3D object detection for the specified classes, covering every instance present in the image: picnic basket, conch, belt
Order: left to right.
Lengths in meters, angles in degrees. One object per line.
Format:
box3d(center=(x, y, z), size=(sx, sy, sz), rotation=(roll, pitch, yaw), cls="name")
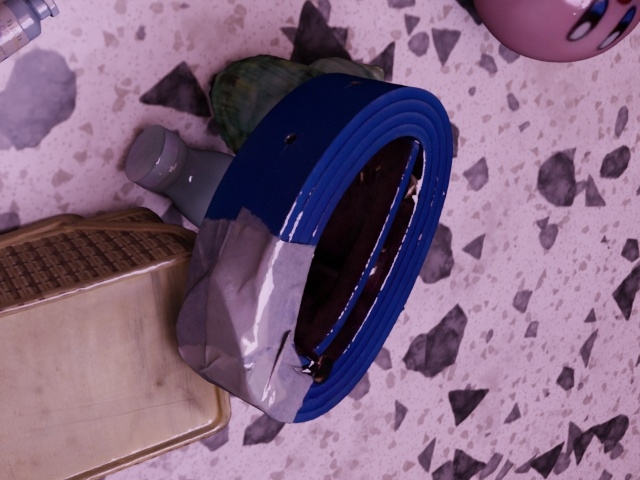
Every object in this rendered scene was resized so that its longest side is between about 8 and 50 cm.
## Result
box3d(center=(-0.263, 0.112, 1.029), size=(0.312, 0.175, 0.228), rotation=(-17, 118, -25), cls="picnic basket")
box3d(center=(-0.011, -0.143, 1.124), size=(0.188, 0.176, 0.122), rotation=(-23, 161, -49), cls="conch")
box3d(center=(0.000, 0.000, 0.990), size=(0.212, 0.117, 0.347), rotation=(34, 81, -47), cls="belt")

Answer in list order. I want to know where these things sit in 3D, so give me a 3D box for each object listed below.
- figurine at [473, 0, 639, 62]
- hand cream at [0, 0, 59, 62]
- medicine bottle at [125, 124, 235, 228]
box3d(center=(0.282, -0.331, 1.220), size=(0.269, 0.261, 0.211), rotation=(8, 132, -38), cls="figurine")
box3d(center=(-0.323, -0.179, 0.947), size=(0.170, 0.043, 0.065), rotation=(-37, 125, -12), cls="hand cream")
box3d(center=(-0.110, -0.050, 1.118), size=(0.216, 0.090, 0.090), rotation=(29, 91, -38), cls="medicine bottle")
